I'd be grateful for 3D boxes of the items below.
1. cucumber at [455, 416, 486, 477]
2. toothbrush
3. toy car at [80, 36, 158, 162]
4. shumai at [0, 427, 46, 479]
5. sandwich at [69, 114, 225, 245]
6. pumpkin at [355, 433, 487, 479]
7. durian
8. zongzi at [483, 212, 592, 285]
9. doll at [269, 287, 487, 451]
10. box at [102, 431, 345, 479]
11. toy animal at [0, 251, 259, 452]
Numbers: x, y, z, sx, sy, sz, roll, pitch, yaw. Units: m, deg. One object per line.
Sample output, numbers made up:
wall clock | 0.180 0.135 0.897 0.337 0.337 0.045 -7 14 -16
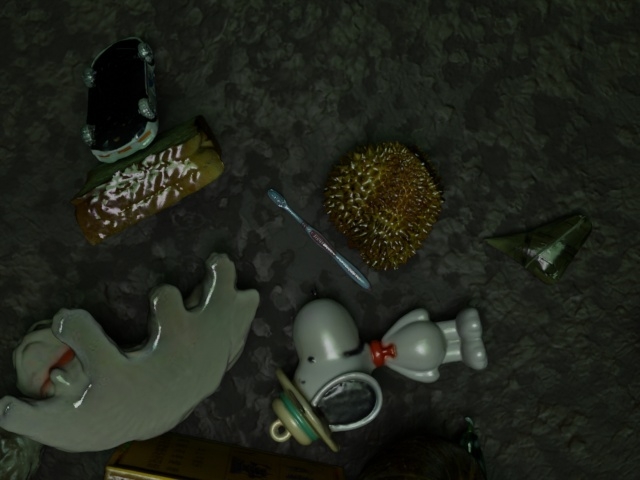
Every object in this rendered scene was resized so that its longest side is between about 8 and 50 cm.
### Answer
cucumber | 0.200 0.359 1.385 0.056 0.056 0.250 -4 96 -1
toothbrush | 0.000 0.000 1.371 0.193 0.019 0.013 44 91 -6
toy car | -0.247 -0.180 1.284 0.095 0.205 0.056 -23 134 12
shumai | -0.487 0.290 1.276 0.222 0.225 0.261 43 108 -5
sandwich | -0.210 -0.082 1.260 0.186 0.215 0.065 -27 105 -3
pumpkin | 0.131 0.352 1.272 0.162 0.219 0.219 -40 95 28
durian | 0.079 -0.052 1.315 0.158 0.137 0.168 31 102 -24
zongzi | 0.292 -0.011 1.367 0.113 0.052 0.104 34 85 9
doll | 0.076 0.174 1.324 0.271 0.144 0.208 7 85 3
box | -0.118 0.325 1.304 0.301 0.193 0.084 12 95 -2
toy animal | -0.246 0.130 1.324 0.266 0.188 0.308 31 81 -24
